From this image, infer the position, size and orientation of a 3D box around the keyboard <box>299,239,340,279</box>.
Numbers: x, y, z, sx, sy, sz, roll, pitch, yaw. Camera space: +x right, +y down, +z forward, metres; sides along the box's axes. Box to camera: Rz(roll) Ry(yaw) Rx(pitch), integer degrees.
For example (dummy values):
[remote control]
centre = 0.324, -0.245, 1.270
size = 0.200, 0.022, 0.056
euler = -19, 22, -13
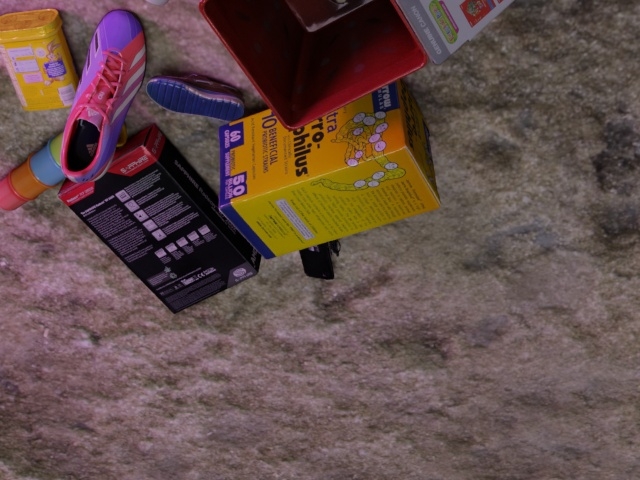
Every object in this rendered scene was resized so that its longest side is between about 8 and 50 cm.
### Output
[keyboard]
centre = 0.000, 0.000, 2.084
size = 0.100, 0.038, 0.192
euler = 11, 134, 26

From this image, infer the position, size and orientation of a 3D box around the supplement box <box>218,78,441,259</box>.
[supplement box]
centre = 0.013, -0.135, 1.835
size = 0.356, 0.194, 0.195
euler = -17, 144, 17

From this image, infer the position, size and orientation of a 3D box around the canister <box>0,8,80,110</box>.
[canister]
centre = -0.513, -0.325, 1.837
size = 0.126, 0.073, 0.170
euler = -4, 129, 9

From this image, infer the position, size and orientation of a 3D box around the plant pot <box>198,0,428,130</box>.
[plant pot]
centre = -0.002, -0.387, 1.639
size = 0.267, 0.236, 0.267
euler = -24, 122, 21

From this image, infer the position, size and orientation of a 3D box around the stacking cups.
[stacking cups]
centre = -0.522, -0.157, 1.963
size = 0.316, 0.096, 0.096
euler = -26, 122, 26

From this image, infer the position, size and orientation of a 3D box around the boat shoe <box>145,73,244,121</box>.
[boat shoe]
centre = -0.230, -0.269, 1.859
size = 0.183, 0.066, 0.066
euler = 16, 130, -15

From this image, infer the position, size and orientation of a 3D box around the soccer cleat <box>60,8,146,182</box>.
[soccer cleat]
centre = -0.386, -0.253, 1.788
size = 0.108, 0.116, 0.318
euler = 18, 97, -4

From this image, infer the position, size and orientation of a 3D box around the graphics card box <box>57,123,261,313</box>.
[graphics card box]
centre = -0.315, -0.035, 2.037
size = 0.233, 0.094, 0.371
euler = -27, 120, 23

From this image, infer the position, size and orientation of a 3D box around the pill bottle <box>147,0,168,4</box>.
[pill bottle]
centre = -0.236, -0.483, 1.662
size = 0.112, 0.112, 0.186
euler = 33, 124, -20

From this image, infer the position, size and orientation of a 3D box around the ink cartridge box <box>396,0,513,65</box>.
[ink cartridge box]
centre = 0.169, -0.470, 1.543
size = 0.272, 0.130, 0.309
euler = -43, 120, -11
